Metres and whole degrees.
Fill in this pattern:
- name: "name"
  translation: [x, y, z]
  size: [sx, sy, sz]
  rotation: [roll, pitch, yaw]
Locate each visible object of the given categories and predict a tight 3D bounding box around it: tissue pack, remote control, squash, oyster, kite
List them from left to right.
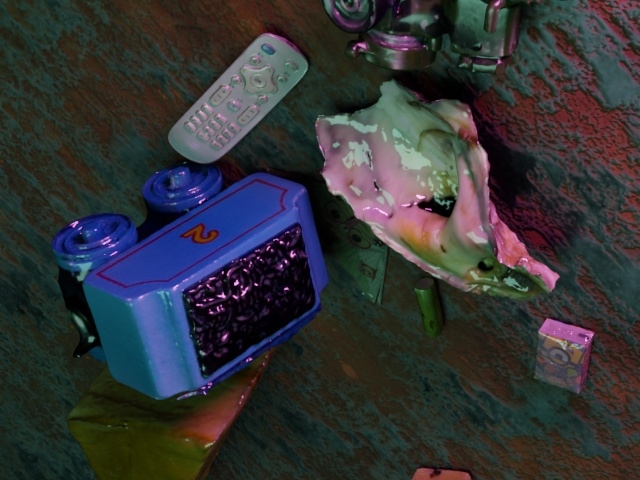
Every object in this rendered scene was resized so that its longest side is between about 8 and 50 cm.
- name: "remote control"
  translation: [-0.100, -0.168, 1.968]
  size: [0.073, 0.044, 0.229]
  rotation: [35, 130, -15]
- name: "kite"
  translation: [0.001, -0.001, 2.068]
  size: [0.250, 0.012, 0.229]
  rotation: [-21, 112, 43]
- name: "squash"
  translation: [0.135, 0.086, 2.044]
  size: [0.027, 0.027, 0.083]
  rotation: [5, 129, 29]
- name: "oyster"
  translation: [0.133, -0.060, 1.875]
  size: [0.275, 0.100, 0.271]
  rotation: [10, 129, 41]
- name: "tissue pack"
  translation: [0.291, 0.139, 1.989]
  size: [0.063, 0.035, 0.083]
  rotation: [16, 132, 20]

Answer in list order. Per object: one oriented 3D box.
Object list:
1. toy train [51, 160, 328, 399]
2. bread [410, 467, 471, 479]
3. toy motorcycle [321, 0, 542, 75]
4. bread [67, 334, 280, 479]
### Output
- name: "toy train"
  translation: [-0.160, 0.045, 1.988]
  size: [0.265, 0.300, 0.188]
  rotation: [20, 133, 44]
- name: "bread"
  translation: [0.194, 0.407, 2.265]
  size: [0.088, 0.049, 0.226]
  rotation: [-1, 126, 32]
- name: "toy motorcycle"
  translation: [0.137, -0.249, 1.693]
  size: [0.275, 0.127, 0.205]
  rotation: [20, 131, 21]
- name: "bread"
  translation: [-0.164, 0.297, 2.269]
  size: [0.245, 0.233, 0.361]
  rotation: [7, 133, 24]
